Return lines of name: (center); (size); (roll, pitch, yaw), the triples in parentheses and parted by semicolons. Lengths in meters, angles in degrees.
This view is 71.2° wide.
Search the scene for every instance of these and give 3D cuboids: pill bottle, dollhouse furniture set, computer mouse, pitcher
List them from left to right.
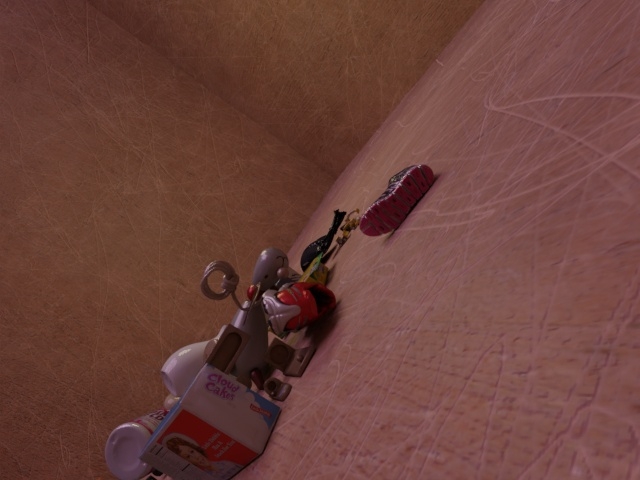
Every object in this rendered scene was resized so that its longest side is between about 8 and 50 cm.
pill bottle: (-0.508, 0.613, 1.389); (0.160, 0.160, 0.283); (-55, -15, 2)
pitcher: (-0.328, 0.357, 1.249); (0.207, 0.125, 0.177); (-30, -44, -38)
dollhouse furniture set: (-0.121, 0.223, 0.815); (0.144, 0.151, 0.123); (-60, 7, -22)
computer mouse: (0.000, 0.000, 1.408); (0.184, 0.060, 0.262); (-62, 2, -28)

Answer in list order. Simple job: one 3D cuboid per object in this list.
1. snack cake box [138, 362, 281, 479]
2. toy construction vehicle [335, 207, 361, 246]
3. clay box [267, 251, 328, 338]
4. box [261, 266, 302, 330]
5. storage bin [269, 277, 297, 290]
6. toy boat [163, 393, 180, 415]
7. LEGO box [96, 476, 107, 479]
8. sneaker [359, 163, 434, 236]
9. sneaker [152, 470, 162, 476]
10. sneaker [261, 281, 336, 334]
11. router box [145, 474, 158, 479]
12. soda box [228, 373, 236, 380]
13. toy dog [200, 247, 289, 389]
snack cake box: (-0.204, 0.343, 0.792); (0.264, 0.152, 0.089); (-50, 7, 38)
toy construction vehicle: (0.077, -0.041, 1.279); (0.098, 0.035, 0.086); (-52, 6, 26)
clay box: (-0.048, 0.141, 1.178); (0.222, 0.053, 0.127); (-52, 6, 18)
box: (-0.179, 0.219, 1.614); (0.275, 0.094, 0.113); (-57, 5, -10)
storage bin: (-0.104, 0.159, 1.351); (0.098, 0.091, 0.135); (-59, 8, -36)
toy boat: (-0.390, 0.534, 1.428); (0.231, 0.151, 0.151); (-26, -66, -78)
LEGO box: (-0.548, 0.791, 0.859); (0.372, 0.193, 0.500); (-56, 6, -2)
sneaker: (0.140, -0.077, 0.836); (0.170, 0.063, 0.075); (-48, 8, 18)
sneaker: (-0.573, 0.767, 1.708); (0.130, 0.109, 0.286); (-60, 2, 15)
sneaker: (-0.024, 0.131, 0.902); (0.118, 0.107, 0.279); (-16, -2, 8)
router box: (-0.269, 0.470, 0.751); (0.092, 0.122, 0.038); (-54, 0, 13)
soda box: (-0.244, 0.408, 1.067); (0.098, 0.091, 0.286); (-56, 6, 0)
toy dog: (-0.142, 0.199, 1.021); (0.220, 0.161, 0.333); (-14, -59, -37)
